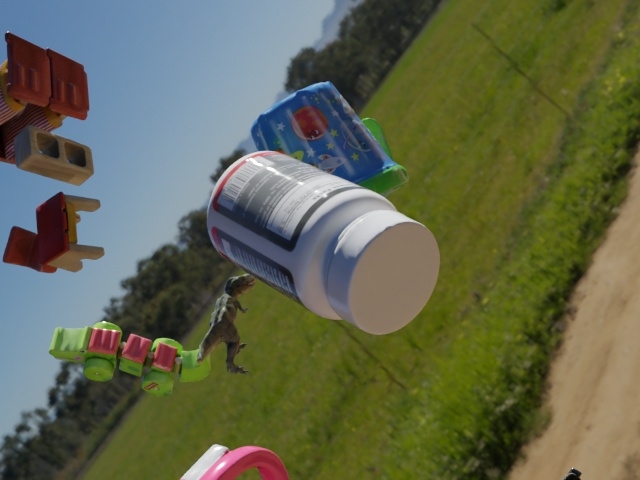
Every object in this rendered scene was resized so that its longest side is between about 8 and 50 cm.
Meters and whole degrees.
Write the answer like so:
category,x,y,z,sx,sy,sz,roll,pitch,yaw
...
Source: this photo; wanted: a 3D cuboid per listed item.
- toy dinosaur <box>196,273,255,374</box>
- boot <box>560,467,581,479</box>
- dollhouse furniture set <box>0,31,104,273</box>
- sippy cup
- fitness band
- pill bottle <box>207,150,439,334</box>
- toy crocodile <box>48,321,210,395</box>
category,x,y,z,sx,sy,sz,roll,pitch,yaw
toy dinosaur,-0.166,0.170,1.693,0.064,0.118,0.268,-10,30,19
boot,0.358,0.526,1.623,0.229,0.091,0.263,-61,-4,37
dollhouse furniture set,-0.482,-0.116,1.529,0.201,0.152,0.374,-29,60,33
sippy cup,-0.001,-0.140,1.641,0.240,0.224,0.305,-29,-2,6
fitness band,-0.136,0.397,1.250,0.054,0.209,0.291,5,33,35
pill bottle,0.000,0.000,1.156,0.283,0.161,0.161,28,77,47
toy crocodile,-0.401,0.241,2.024,0.105,0.341,0.115,108,174,-52
